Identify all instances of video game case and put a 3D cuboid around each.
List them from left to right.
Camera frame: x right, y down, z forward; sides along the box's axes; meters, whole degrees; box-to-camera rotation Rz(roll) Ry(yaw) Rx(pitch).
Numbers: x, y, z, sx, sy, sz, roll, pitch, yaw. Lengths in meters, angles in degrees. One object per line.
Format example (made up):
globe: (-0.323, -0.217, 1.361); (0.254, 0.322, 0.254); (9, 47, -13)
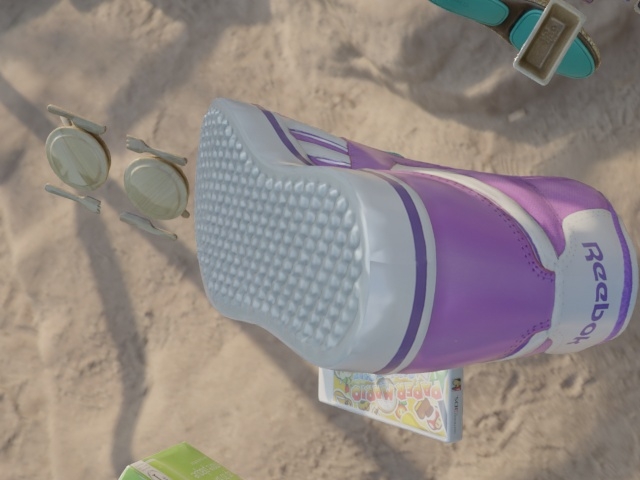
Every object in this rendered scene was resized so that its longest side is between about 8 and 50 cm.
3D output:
video game case: (0.072, 0.097, 1.148); (0.227, 0.026, 0.206); (7, 98, 53)

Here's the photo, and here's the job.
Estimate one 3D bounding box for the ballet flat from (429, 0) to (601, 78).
ballet flat: (0.196, -0.236, 1.041); (0.073, 0.206, 0.067); (-41, 26, 54)

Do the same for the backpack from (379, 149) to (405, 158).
backpack: (0.000, 0.000, 0.978); (0.166, 0.144, 0.188); (11, 85, -11)

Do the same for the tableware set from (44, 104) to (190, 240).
tableware set: (-0.242, -0.087, 1.267); (0.194, 0.128, 0.039); (21, 37, 10)

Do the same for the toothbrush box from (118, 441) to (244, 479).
toothbrush box: (-0.096, 0.358, 1.157); (0.283, 0.206, 0.122); (32, 92, 11)

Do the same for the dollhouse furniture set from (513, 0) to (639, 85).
dollhouse furniture set: (0.212, -0.166, 0.799); (0.091, 0.081, 0.114); (31, 92, -6)

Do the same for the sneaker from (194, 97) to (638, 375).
sneaker: (0.036, -0.002, 0.503); (0.282, 0.161, 0.102); (-142, 56, -62)
